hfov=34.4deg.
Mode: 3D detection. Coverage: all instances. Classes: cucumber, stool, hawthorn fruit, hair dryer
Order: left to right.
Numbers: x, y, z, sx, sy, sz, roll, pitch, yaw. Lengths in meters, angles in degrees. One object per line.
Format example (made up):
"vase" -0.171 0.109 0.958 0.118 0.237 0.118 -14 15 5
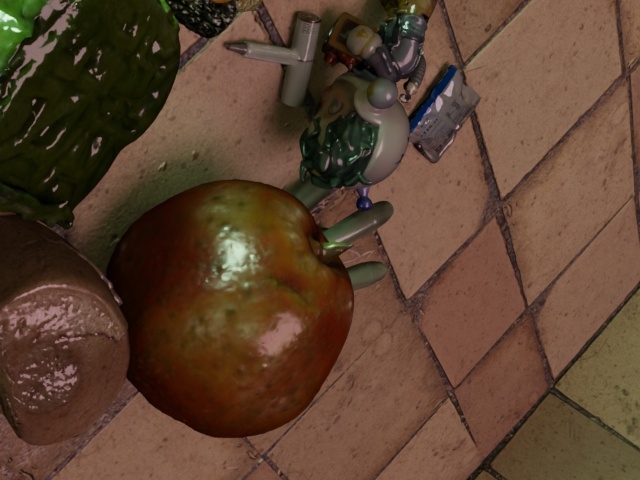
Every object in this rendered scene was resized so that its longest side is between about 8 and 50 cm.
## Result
"cucumber" -0.247 -0.378 1.346 0.359 0.096 0.096 26 98 -52
"hawthorn fruit" -0.116 0.097 1.616 0.402 0.403 0.403 -30 138 -30
"hair dryer" -0.088 -0.285 1.656 0.183 0.044 0.155 -13 127 -37
"stool" 0.000 0.000 1.866 0.198 0.195 0.195 -32 140 -36

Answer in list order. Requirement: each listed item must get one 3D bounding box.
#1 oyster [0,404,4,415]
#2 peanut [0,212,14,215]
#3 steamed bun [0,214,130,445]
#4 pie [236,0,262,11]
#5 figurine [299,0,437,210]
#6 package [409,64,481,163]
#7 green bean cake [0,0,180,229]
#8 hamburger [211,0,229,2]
"oyster" -0.441 0.243 1.642 0.161 0.107 0.233 -38 141 -7
"peanut" -0.471 -0.077 1.328 0.228 0.104 0.086 4 124 -52
"steamed bun" -0.378 0.106 1.440 0.199 0.251 0.301 -19 132 -20
"pie" -0.106 -0.387 1.559 0.085 0.017 0.085 -28 136 -31
"figurine" 0.077 -0.250 1.710 0.261 0.186 0.382 137 -28 -82
"package" 0.246 -0.250 2.074 0.171 0.027 0.173 -52 145 4
"green bean cake" -0.316 -0.201 1.181 0.319 0.218 0.335 -56 168 1
"hamburger" -0.093 -0.443 1.300 0.186 0.260 0.303 74 26 -48
